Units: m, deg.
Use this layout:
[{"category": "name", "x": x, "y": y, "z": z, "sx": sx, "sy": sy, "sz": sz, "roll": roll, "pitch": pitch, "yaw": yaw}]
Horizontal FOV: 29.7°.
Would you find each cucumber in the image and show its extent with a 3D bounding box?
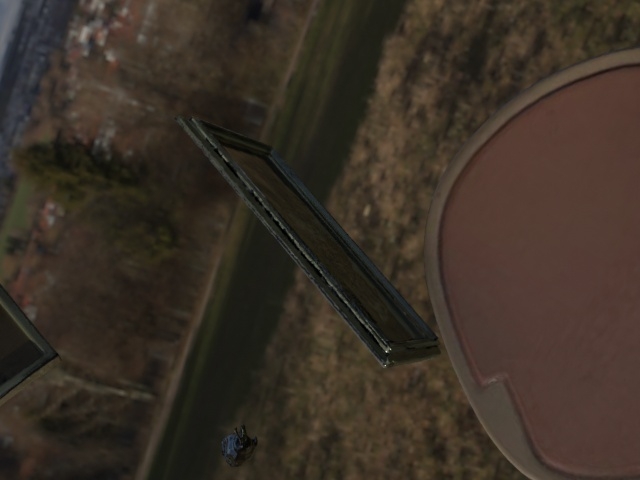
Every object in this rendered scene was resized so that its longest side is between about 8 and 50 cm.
[{"category": "cucumber", "x": -0.091, "y": 0.237, "z": 1.396, "sx": 0.043, "sy": 0.039, "sz": 0.163, "roll": 65, "pitch": 165, "yaw": 7}]

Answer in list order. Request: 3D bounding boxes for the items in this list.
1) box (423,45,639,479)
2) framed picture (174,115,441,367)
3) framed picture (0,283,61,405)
[{"category": "box", "x": 0.252, "y": 0.032, "z": 0.860, "sx": 0.301, "sy": 0.216, "sz": 0.301, "roll": -7, "pitch": 79, "yaw": 38}, {"category": "framed picture", "x": 0.000, "y": 0.000, "z": 1.055, "sx": 0.017, "sy": 0.274, "sz": 0.217, "roll": -43, "pitch": -12, "yaw": 10}, {"category": "framed picture", "x": -0.345, "y": 0.103, "z": 0.910, "sx": 0.250, "sy": 0.184, "sz": 0.016, "roll": -38, "pitch": -28, "yaw": -18}]
